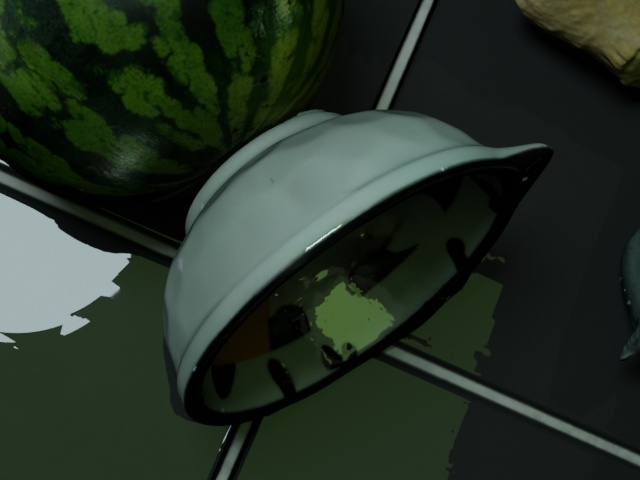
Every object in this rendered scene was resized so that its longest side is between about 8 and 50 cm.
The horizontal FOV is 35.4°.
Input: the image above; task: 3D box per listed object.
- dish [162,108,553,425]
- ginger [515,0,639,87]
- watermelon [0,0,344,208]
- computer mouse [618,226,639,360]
[{"bbox_3d":[0.000,0.000,0.700,0.303,0.303,0.120,-33,69,-13],"label":"dish"},{"bbox_3d":[0.295,-0.226,0.844,0.276,0.130,0.221,-5,64,-19],"label":"ginger"},{"bbox_3d":[-0.120,-0.169,0.690,0.285,0.285,0.285,2,79,-9],"label":"watermelon"},{"bbox_3d":[0.371,-0.026,0.742,0.122,0.188,0.371,33,111,-24],"label":"computer mouse"}]
